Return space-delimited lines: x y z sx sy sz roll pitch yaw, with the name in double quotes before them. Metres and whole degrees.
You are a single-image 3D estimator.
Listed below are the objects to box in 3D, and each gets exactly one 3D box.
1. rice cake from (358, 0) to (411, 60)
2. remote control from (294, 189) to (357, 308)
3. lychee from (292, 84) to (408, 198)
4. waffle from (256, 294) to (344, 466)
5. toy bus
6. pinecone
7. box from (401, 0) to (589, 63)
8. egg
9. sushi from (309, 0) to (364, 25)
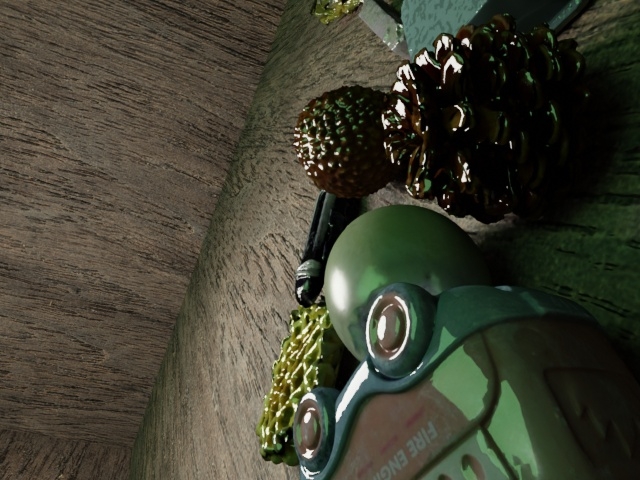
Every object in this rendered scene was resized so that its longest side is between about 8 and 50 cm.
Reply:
"rice cake" 0.137 -0.437 1.089 0.365 0.073 0.056 -104 34 -56
"remote control" 0.000 0.000 1.003 0.090 0.066 0.265 -45 21 57
"lychee" 0.048 -0.160 0.890 0.238 0.200 0.200 -5 66 45
"waffle" -0.035 0.242 0.947 0.317 0.073 0.297 144 146 -70
"toy bus" 0.121 0.185 0.419 0.294 0.197 0.231 -58 34 30
"pinecone" 0.160 -0.123 0.555 0.221 0.222 0.221 -53 26 42
"box" 0.210 -0.298 0.682 0.227 0.130 0.162 -41 50 53
"egg" 0.096 0.046 0.612 0.183 0.183 0.217 -61 7 27
"sushi" 0.060 -0.685 1.443 0.291 0.131 0.139 -18 54 57
